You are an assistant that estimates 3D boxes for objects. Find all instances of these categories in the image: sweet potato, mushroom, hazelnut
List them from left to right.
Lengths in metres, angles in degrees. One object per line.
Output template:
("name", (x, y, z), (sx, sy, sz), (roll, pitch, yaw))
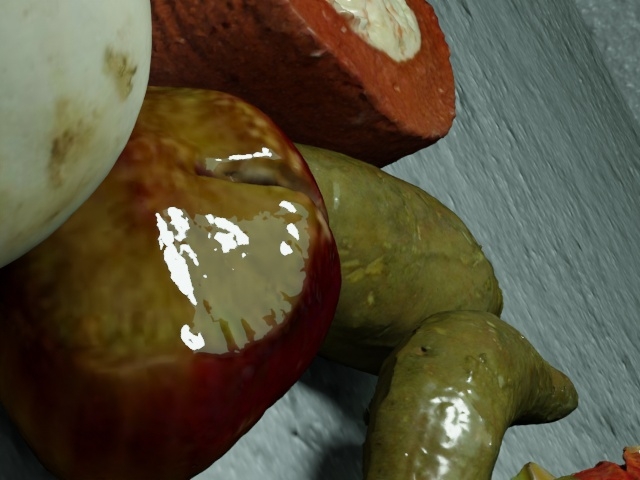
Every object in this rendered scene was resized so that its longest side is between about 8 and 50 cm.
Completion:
("mushroom", (-0.184, -0.089, 0.760), (0.215, 0.207, 0.207), (33, -1, 37))
("hazelnut", (-0.083, 0.026, 0.882), (0.178, 0.178, 0.204), (45, 30, -40))
("sweet potato", (-0.005, -0.002, 1.156), (0.423, 0.130, 0.130), (32, 35, -54))
("sweet potato", (0.074, 0.111, 1.116), (0.310, 0.098, 0.124), (-39, 134, -52))

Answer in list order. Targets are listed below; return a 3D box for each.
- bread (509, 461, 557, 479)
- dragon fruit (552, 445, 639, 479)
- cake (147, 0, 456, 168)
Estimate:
("bread", (0.198, 0.337, 1.279), (0.138, 0.077, 0.361), (38, 30, -48))
("dragon fruit", (0.193, 0.269, 1.066), (0.277, 0.277, 0.342), (38, 11, -49))
("cake", (-0.031, -0.144, 1.269), (0.283, 0.151, 0.177), (48, 35, -35))
